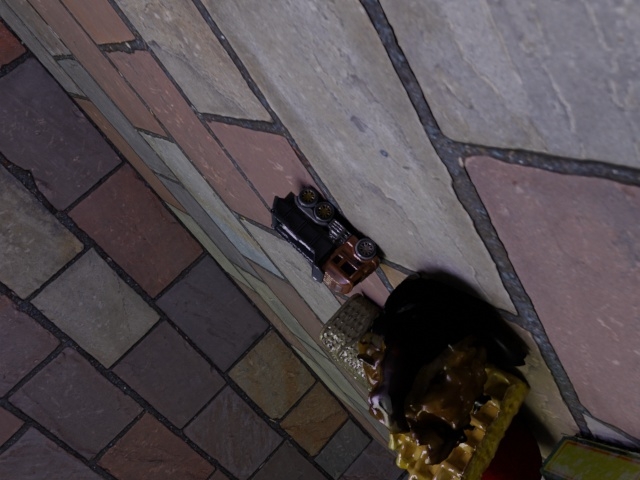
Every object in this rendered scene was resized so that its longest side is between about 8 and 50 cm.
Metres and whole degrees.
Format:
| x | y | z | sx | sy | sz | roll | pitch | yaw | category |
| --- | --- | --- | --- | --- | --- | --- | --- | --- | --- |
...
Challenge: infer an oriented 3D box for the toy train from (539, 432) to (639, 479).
| x | y | z | sx | sy | sz | roll | pitch | yaw | category |
| --- | --- | --- | --- | --- | --- | --- | --- | --- | --- |
| 0.368 | 0.362 | 0.759 | 0.134 | 0.177 | 0.261 | 45 | 166 | 1 | toy train |

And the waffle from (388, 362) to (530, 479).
| x | y | z | sx | sy | sz | roll | pitch | yaw | category |
| --- | --- | --- | --- | --- | --- | --- | --- | --- | --- |
| 0.185 | 0.274 | 0.938 | 0.057 | 0.229 | 0.219 | 32 | 178 | -35 | waffle |

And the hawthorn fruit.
| x | y | z | sx | sy | sz | roll | pitch | yaw | category |
| --- | --- | --- | --- | --- | --- | --- | --- | --- | --- |
| 0.279 | 0.372 | 1.017 | 0.250 | 0.215 | 0.215 | 43 | 166 | -9 | hawthorn fruit |

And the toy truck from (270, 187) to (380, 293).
| x | y | z | sx | sy | sz | roll | pitch | yaw | category |
| --- | --- | --- | --- | --- | --- | --- | --- | --- | --- |
| 0.000 | 0.000 | 0.942 | 0.192 | 0.092 | 0.083 | 42 | 164 | 9 | toy truck |

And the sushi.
| x | y | z | sx | sy | sz | roll | pitch | yaw | category |
| --- | --- | --- | --- | --- | --- | --- | --- | --- | --- |
| 0.145 | 0.170 | 0.793 | 0.200 | 0.204 | 0.213 | 38 | 170 | 10 | sushi |

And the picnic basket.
| x | y | z | sx | sy | sz | roll | pitch | yaw | category |
| --- | --- | --- | --- | --- | --- | --- | --- | --- | --- |
| 0.114 | 0.218 | 1.155 | 0.196 | 0.134 | 0.154 | 36 | 162 | 33 | picnic basket |
